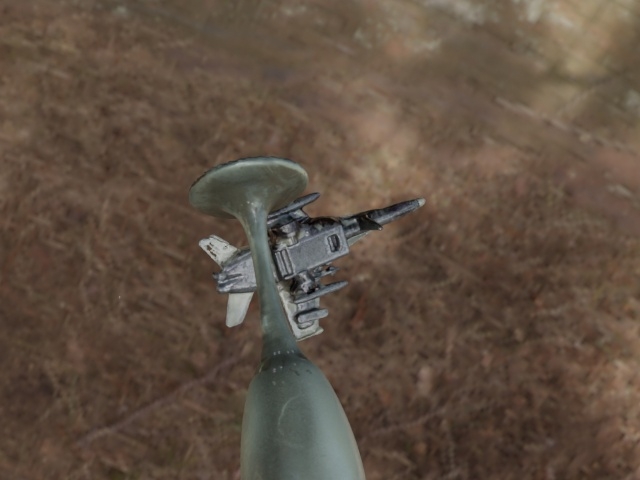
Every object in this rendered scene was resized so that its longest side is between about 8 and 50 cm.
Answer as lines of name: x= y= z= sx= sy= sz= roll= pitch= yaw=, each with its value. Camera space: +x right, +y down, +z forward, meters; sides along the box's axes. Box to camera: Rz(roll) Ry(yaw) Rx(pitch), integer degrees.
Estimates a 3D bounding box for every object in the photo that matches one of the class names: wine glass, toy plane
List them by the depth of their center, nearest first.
wine glass: x=-0.063 y=0.131 z=1.149 sx=0.096 sy=0.264 sz=0.310 roll=1 pitch=64 yaw=-27
toy plane: x=0.003 y=0.001 z=1.558 sx=0.262 sy=0.192 sz=0.088 roll=-20 pitch=12 yaw=-10
